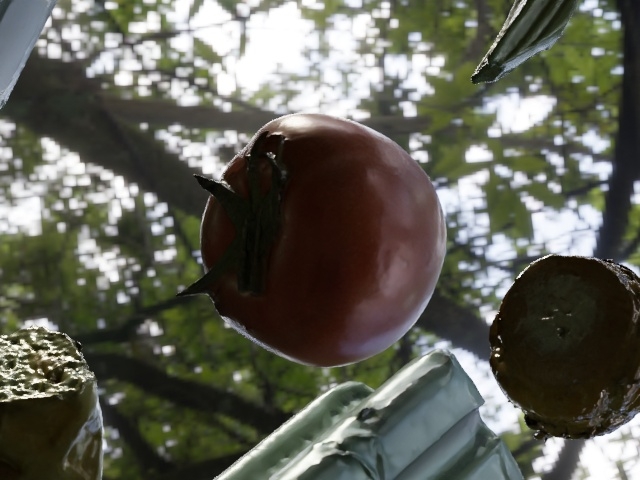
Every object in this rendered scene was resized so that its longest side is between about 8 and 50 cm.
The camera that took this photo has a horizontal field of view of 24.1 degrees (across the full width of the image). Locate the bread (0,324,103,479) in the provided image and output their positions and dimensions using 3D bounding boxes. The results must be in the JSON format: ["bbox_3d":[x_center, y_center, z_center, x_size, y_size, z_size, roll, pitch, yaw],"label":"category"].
[{"bbox_3d":[-0.227,0.202,1.055,0.152,0.130,0.268,16,-67,31],"label":"bread"}]

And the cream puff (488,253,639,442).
[{"bbox_3d":[0.214,0.092,1.239,0.150,0.115,0.165,10,-119,35],"label":"cream puff"}]

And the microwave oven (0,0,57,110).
[{"bbox_3d":[-0.312,-0.180,1.063,0.205,0.163,0.129,29,-84,4],"label":"microwave oven"}]

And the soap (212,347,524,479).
[{"bbox_3d":[-0.017,0.284,0.943,0.156,0.446,0.261,-21,-81,41],"label":"soap"}]

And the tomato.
[{"bbox_3d":[0.000,0.000,1.488,0.256,0.224,0.256,-17,-113,45],"label":"tomato"}]

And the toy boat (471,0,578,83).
[{"bbox_3d":[0.197,-0.247,1.243,0.093,0.055,0.293,125,-13,-67],"label":"toy boat"}]
